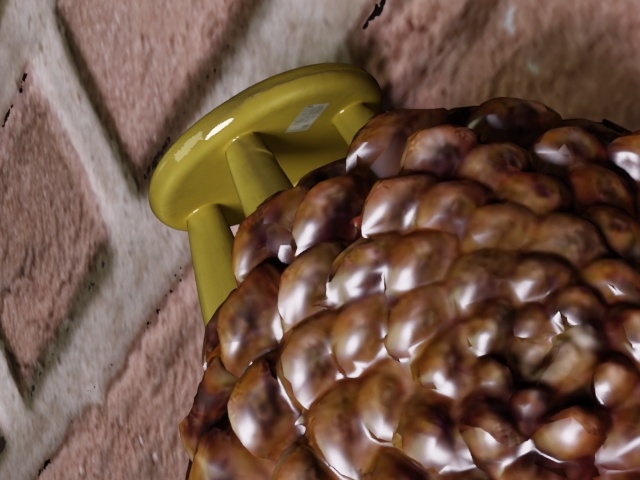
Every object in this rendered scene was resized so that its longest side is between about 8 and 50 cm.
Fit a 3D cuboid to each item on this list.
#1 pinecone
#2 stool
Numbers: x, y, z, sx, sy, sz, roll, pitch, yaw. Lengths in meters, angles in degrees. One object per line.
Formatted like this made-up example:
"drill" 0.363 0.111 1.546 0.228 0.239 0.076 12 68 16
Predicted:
"pinecone" 0.064 0.067 0.495 0.221 0.221 0.221 30 127 50
"stool" 0.000 0.000 0.653 0.110 0.134 0.135 62 -169 19
